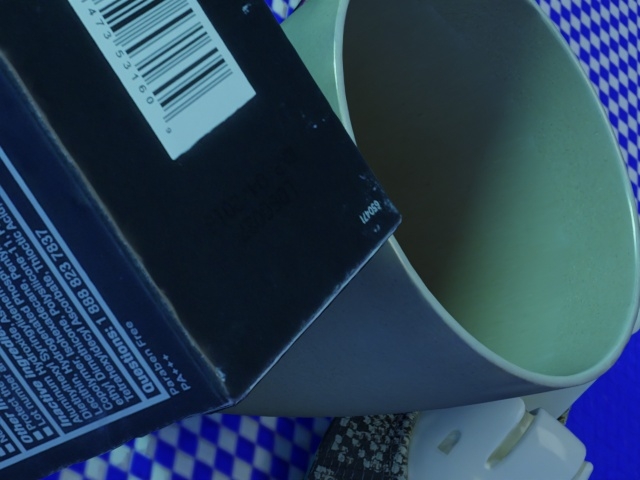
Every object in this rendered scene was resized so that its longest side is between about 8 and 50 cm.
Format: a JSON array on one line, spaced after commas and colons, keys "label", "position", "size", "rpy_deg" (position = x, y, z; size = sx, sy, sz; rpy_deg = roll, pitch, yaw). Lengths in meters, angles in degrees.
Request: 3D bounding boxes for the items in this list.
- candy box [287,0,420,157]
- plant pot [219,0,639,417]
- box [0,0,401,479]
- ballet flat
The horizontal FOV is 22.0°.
[{"label": "candy box", "position": [0.026, -0.127, 1.145], "size": [0.071, 0.159, 0.233], "rpy_deg": [50, 41, -17]}, {"label": "plant pot", "position": [0.000, 0.000, 0.951], "size": [0.256, 0.274, 0.257], "rpy_deg": [26, 52, -38]}, {"label": "box", "position": [-0.178, -0.045, 0.749], "size": [0.296, 0.294, 0.183], "rpy_deg": [58, 36, -10]}, {"label": "ballet flat", "position": [0.117, 0.106, 1.107], "size": [0.164, 0.182, 0.483], "rpy_deg": [51, 40, -19]}]
